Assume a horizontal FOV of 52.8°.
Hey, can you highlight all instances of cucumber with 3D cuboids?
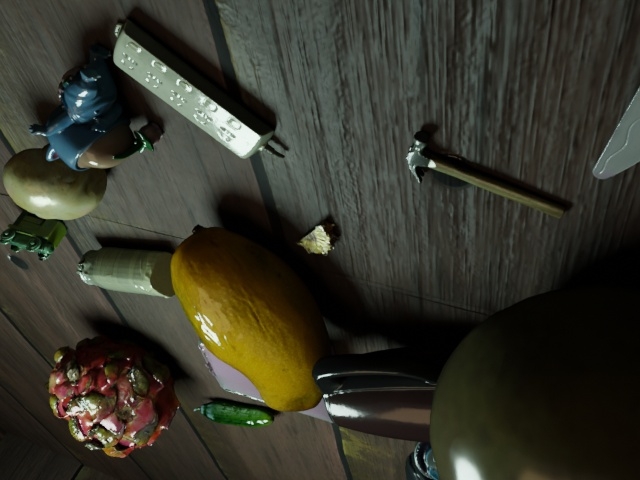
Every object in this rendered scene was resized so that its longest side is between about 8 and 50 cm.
[{"bbox_3d":[-0.207,0.419,1.556,0.250,0.056,0.056,-1,136,33],"label":"cucumber"}]

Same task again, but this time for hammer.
[{"bbox_3d":[0.180,-0.062,0.711,0.182,0.017,0.062,24,145,6],"label":"hammer"}]

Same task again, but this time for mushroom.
[{"bbox_3d":[-0.405,-0.092,0.989,0.147,0.112,0.148,0,152,0],"label":"mushroom"}]

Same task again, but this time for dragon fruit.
[{"bbox_3d":[-0.494,0.347,1.504,0.291,0.250,0.269,38,163,-23],"label":"dragon fruit"}]

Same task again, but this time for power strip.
[{"bbox_3d":[-0.148,-0.173,0.786,0.252,0.027,0.060,36,145,-11],"label":"power strip"}]

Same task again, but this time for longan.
[{"bbox_3d":[0.305,0.214,0.717,0.360,0.361,0.361,18,144,14],"label":"longan"}]

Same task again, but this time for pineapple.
[{"bbox_3d":[0.000,0.000,0.913,0.045,0.019,0.083,40,145,-7],"label":"pineapple"}]

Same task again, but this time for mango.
[{"bbox_3d":[-0.094,0.124,1.003,0.187,0.144,0.359,-33,112,16],"label":"mango"}]

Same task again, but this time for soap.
[{"bbox_3d":[-0.087,0.242,1.224,0.259,0.081,0.181,9,141,24],"label":"soap"}]

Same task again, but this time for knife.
[{"bbox_3d":[0.291,-0.128,0.546,0.058,0.032,0.244,9,146,12],"label":"knife"}]

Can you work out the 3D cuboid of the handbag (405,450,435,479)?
[{"bbox_3d":[0.300,0.555,1.303,0.177,0.275,0.302,-22,136,-8],"label":"handbag"}]

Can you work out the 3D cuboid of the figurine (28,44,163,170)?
[{"bbox_3d":[-0.288,-0.155,0.846,0.144,0.114,0.178,27,137,-1],"label":"figurine"}]

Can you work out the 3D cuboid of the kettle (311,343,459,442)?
[{"bbox_3d":[0.113,0.223,0.954,0.232,0.144,0.202,-6,152,23],"label":"kettle"}]

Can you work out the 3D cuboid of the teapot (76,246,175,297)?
[{"bbox_3d":[-0.341,0.060,1.180,0.200,0.077,0.107,4,158,31],"label":"teapot"}]

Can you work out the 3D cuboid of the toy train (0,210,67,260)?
[{"bbox_3d":[-0.543,-0.010,1.217,0.122,0.081,0.050,15,152,20],"label":"toy train"}]

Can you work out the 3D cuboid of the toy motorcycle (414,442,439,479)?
[{"bbox_3d":[0.290,0.413,1.105,0.272,0.182,0.123,55,-177,6],"label":"toy motorcycle"}]
